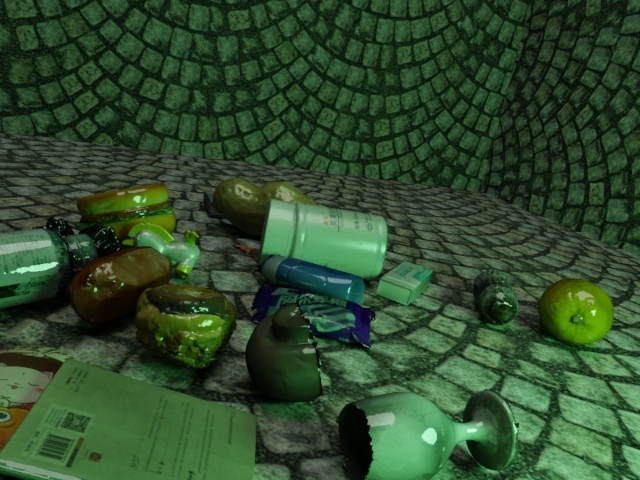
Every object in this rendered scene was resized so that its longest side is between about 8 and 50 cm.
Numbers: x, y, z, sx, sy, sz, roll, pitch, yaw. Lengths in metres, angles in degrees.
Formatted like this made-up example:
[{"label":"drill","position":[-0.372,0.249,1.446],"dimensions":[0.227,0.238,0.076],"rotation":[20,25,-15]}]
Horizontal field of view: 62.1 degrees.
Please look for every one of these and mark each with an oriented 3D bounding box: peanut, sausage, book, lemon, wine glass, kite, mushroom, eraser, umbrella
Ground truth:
[{"label":"peanut","position":[-0.168,-0.100,1.706],"dimensions":[0.387,0.192,0.169],"rotation":[14,24,10]},{"label":"sausage","position":[-0.392,0.084,1.052],"dimensions":[0.133,0.133,0.258],"rotation":[13,14,9]},{"label":"book","position":[-0.215,0.248,0.662],"dimensions":[0.283,0.025,0.215],"rotation":[23,15,-10]},{"label":"lemon","position":[0.635,0.174,1.326],"dimensions":[0.170,0.170,0.207],"rotation":[14,11,12]},{"label":"wine glass","position":[0.149,0.274,0.748],"dimensions":[0.241,0.126,0.126],"rotation":[6,16,-24]},{"label":"kite","position":[-0.162,0.043,1.559],"dimensions":[0.125,0.008,0.222],"rotation":[0,19,-40]},{"label":"mushroom","position":[-0.065,0.193,0.882],"dimensions":[0.117,0.141,0.188],"rotation":[-19,22,-15]},{"label":"eraser","position":[0.237,0.114,1.476],"dimensions":[0.096,0.052,0.225],"rotation":[20,17,21]},{"label":"umbrella","position":[-0.542,0.019,1.201],"dimensions":[0.272,0.122,0.110],"rotation":[9,-8,25]}]

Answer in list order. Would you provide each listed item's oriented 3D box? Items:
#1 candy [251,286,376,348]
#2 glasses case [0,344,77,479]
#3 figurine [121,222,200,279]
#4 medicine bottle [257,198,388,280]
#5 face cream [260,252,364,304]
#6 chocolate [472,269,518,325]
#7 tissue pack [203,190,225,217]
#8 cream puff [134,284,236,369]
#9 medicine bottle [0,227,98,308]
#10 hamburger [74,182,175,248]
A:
[{"label":"candy","position":[-0.011,0.161,1.142],"dimensions":[0.275,0.070,0.145],"rotation":[14,23,-3]},{"label":"glasses case","position":[-0.406,0.221,0.652],"dimensions":[0.122,0.082,0.321],"rotation":[8,16,-6]},{"label":"figurine","position":[-0.377,0.024,1.258],"dimensions":[0.178,0.129,0.109],"rotation":[7,20,-13]},{"label":"medicine bottle","position":[0.000,0.000,1.465],"dimensions":[0.332,0.189,0.190],"rotation":[8,16,-12]},{"label":"face cream","position":[-0.029,0.094,1.301],"dimensions":[0.264,0.083,0.149],"rotation":[15,-3,26]},{"label":"chocolate","position":[0.464,0.147,1.410],"dimensions":[0.110,0.110,0.248],"rotation":[12,20,7]},{"label":"tissue pack","position":[-0.356,-0.129,1.915],"dimensions":[0.116,0.065,0.155],"rotation":[2,19,-21]},{"label":"cream puff","position":[-0.233,0.150,0.924],"dimensions":[0.189,0.129,0.189],"rotation":[7,7,-1]},{"label":"medicine bottle","position":[-0.580,0.053,0.995],"dimensions":[0.293,0.141,0.141],"rotation":[-11,26,-44]},{"label":"hamburger","position":[-0.488,-0.047,1.350],"dimensions":[0.246,0.169,0.246],"rotation":[-13,7,2]}]
